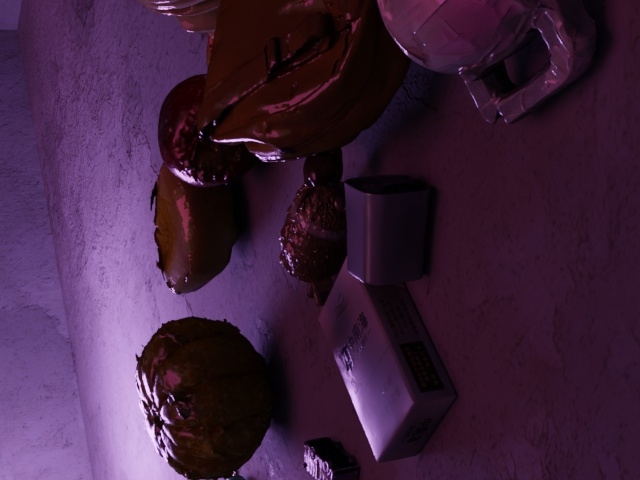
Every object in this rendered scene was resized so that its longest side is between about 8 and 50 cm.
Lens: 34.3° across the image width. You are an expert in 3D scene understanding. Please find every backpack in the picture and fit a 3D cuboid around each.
[{"bbox_3d":[-0.007,-0.254,1.333,0.378,0.201,0.354,6,85,57],"label":"backpack"}]

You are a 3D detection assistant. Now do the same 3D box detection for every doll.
[{"bbox_3d":[-0.005,-0.001,1.513,0.105,0.115,0.221,52,147,35],"label":"doll"}]

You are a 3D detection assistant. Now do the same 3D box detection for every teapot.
[{"bbox_3d":[0.165,-0.234,1.022,0.178,0.163,0.222,-15,80,58],"label":"teapot"}]

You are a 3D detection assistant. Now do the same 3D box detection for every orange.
[{"bbox_3d":[-0.200,0.287,1.853,0.300,0.223,0.301,48,142,47],"label":"orange"}]

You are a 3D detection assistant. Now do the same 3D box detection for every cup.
[{"bbox_3d":[0.076,-0.022,1.333,0.128,0.095,0.129,-147,55,-61],"label":"cup"}]

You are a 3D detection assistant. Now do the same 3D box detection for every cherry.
[{"bbox_3d":[-0.201,-0.201,1.802,0.249,0.175,0.192,44,139,50],"label":"cherry"}]

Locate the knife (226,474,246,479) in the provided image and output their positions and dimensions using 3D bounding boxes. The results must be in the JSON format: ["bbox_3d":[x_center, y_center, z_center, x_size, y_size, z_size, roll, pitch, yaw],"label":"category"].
[{"bbox_3d":[-0.111,0.530,1.935,0.260,0.034,0.063,45,128,46],"label":"knife"}]

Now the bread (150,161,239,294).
[{"bbox_3d":[-0.217,-0.024,1.928,0.156,0.158,0.261,38,129,45],"label":"bread"}]

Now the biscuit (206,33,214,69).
[{"bbox_3d":[-0.176,-0.328,1.895,0.212,0.041,0.239,43,132,54],"label":"biscuit"}]

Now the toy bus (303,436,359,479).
[{"bbox_3d":[0.015,0.346,1.588,0.102,0.052,0.058,32,122,58],"label":"toy bus"}]

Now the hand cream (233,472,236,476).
[{"bbox_3d":[-0.175,0.510,2.076,0.035,0.022,0.102,169,101,-66],"label":"hand cream"}]

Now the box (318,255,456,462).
[{"bbox_3d":[0.083,0.152,1.386,0.243,0.067,0.155,67,148,34],"label":"box"}]

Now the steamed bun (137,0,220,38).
[{"bbox_3d":[-0.144,-0.424,1.549,0.203,0.276,0.289,44,179,10],"label":"steamed bun"}]
